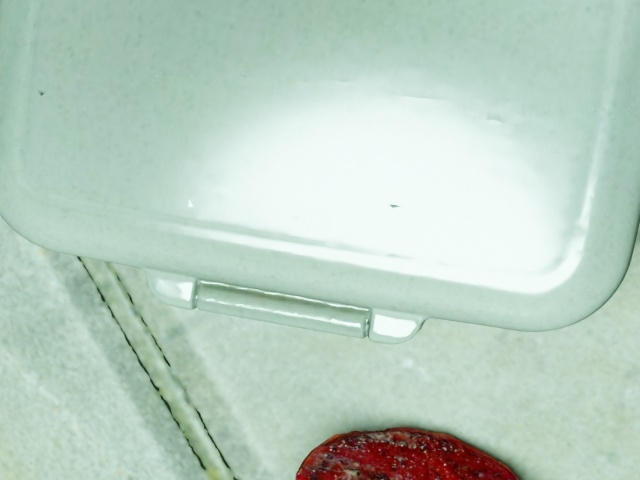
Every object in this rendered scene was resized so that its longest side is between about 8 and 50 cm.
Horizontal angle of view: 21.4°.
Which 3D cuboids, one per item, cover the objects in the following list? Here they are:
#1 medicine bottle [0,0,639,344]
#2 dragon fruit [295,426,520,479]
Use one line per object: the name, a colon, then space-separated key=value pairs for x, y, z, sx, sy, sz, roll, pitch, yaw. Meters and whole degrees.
medicine bottle: x=0.002 y=-0.092 z=0.962 sx=0.375 sy=0.123 sz=0.282 roll=10 pitch=93 yaw=7
dragon fruit: x=0.048 y=0.172 z=1.049 sx=0.162 sy=0.083 sz=0.106 roll=10 pitch=123 yaw=-12
